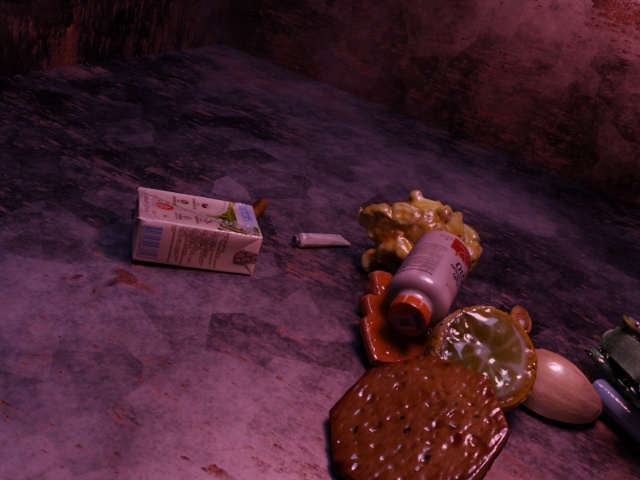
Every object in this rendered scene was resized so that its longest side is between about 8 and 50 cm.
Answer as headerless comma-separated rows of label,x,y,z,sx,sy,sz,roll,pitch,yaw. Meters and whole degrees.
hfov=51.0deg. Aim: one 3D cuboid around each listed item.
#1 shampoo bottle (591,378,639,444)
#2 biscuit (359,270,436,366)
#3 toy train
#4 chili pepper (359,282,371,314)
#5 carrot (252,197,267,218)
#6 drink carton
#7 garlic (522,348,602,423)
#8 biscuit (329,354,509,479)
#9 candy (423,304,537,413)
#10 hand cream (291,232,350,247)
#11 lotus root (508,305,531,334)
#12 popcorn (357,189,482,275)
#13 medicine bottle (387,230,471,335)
shampoo bottle,0.746,0.436,1.569,0.104,0.061,0.258,41,6,-44
biscuit,0.191,0.214,1.658,0.284,0.043,0.306,44,42,5
toy train,0.791,0.336,1.574,0.253,0.160,0.397,44,10,-5
chili pepper,0.168,0.142,1.800,0.086,0.084,0.192,59,32,-11
carrot,-0.203,-0.084,2.063,0.042,0.042,0.171,19,27,5
drink carton,-0.336,-0.024,1.780,0.324,0.132,0.194,8,28,-19
garlic,0.557,0.352,1.599,0.245,0.145,0.164,29,-2,19
biscuit,0.181,0.358,1.294,0.359,0.046,0.359,-11,31,7
candy,0.362,0.275,1.522,0.259,0.118,0.260,3,65,-7
hand cream,0.000,0.000,2.026,0.194,0.042,0.067,1,23,-37
lotus root,0.556,0.226,1.877,0.072,0.063,0.152,54,24,-9
popcorn,0.291,0.001,1.926,0.335,0.274,0.279,35,30,32
medicine bottle,0.260,0.109,1.646,0.157,0.157,0.289,24,40,14
